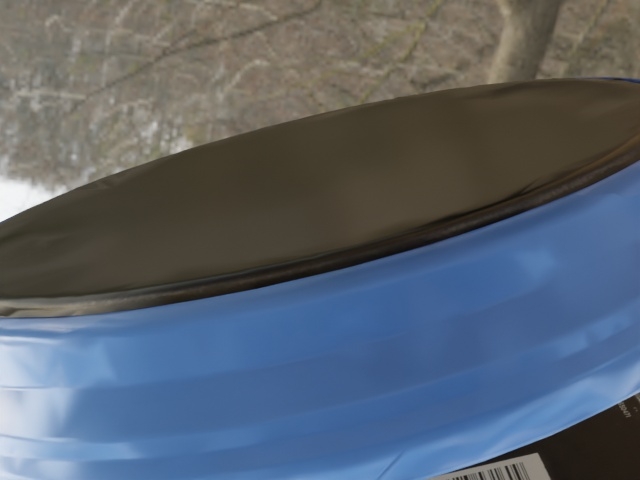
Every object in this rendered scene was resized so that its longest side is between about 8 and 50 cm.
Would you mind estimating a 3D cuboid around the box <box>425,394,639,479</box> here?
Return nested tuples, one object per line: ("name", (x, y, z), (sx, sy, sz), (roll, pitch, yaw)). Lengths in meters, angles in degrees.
("box", (0.130, 0.305, 0.834), (0.296, 0.294, 0.182), (-12, -153, -1))

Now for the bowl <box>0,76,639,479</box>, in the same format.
("bowl", (0.000, 0.000, 0.540), (0.391, 0.077, 0.391), (-13, -166, 3))
